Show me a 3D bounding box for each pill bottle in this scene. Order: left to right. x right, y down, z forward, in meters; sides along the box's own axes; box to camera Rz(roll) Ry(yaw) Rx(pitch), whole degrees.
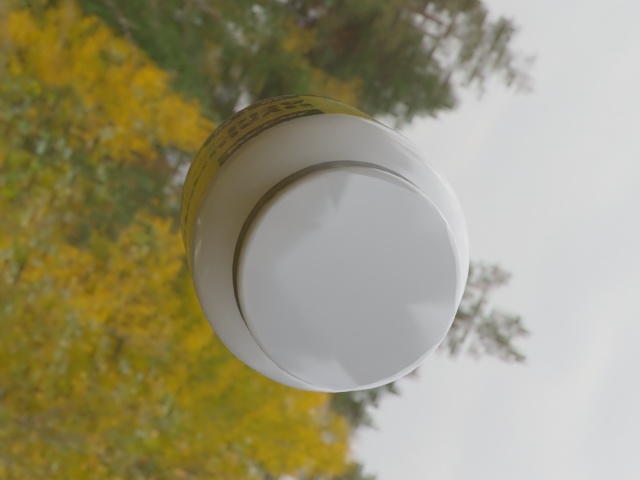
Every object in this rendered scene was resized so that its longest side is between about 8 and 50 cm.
[{"bbox_3d":[0.000,0.000,0.404,0.065,0.065,0.116,-65,-170,5],"label":"pill bottle"}]
